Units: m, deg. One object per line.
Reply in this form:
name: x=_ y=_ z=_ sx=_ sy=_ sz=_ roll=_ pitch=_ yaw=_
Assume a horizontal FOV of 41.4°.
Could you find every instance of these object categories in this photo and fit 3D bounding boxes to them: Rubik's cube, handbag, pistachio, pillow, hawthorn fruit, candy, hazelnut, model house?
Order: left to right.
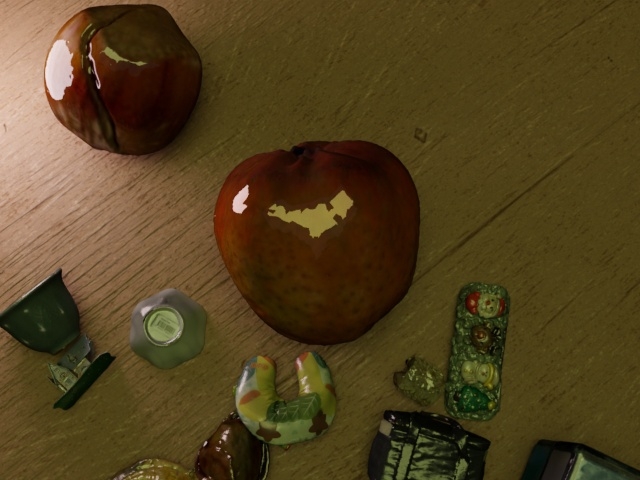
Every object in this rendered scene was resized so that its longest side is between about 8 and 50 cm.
model house: x=-0.560 y=0.291 z=1.919 sx=0.088 sy=0.117 sz=0.167 roll=40 pitch=83 yaw=11
hazelnut: x=-0.454 y=-0.375 z=1.976 sx=0.373 sy=0.315 sz=0.372 roll=2 pitch=107 yaw=7
pistachio: x=-0.194 y=0.480 z=1.873 sx=0.165 sy=0.130 sz=0.210 roll=8 pitch=60 yaw=-4
pillow: x=-0.077 y=0.354 z=1.905 sx=0.234 sy=0.086 sz=0.214 roll=-2 pitch=60 yaw=-16
hawthorn fruit: x=0.000 y=0.000 z=1.843 sx=0.472 sy=0.472 sz=0.471 roll=0 pitch=78 yaw=-1
candy: x=0.226 y=0.319 z=1.942 sx=0.110 sy=0.085 sz=0.095 roll=39 pitch=88 yaw=-4
handbag: x=0.238 y=0.469 z=1.856 sx=0.255 sy=0.181 sz=0.181 roll=17 pitch=85 yaw=2
Rubik's cube: x=0.569 y=0.619 z=1.755 sx=0.316 sy=0.318 sz=0.313 roll=25 pitch=80 yaw=6

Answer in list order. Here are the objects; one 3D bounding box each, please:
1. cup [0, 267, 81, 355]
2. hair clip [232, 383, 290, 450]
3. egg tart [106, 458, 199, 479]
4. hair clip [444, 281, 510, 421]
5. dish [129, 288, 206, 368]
cup: x=-0.623 y=0.180 z=1.922 sx=0.199 sy=0.199 sz=0.150 roll=-39 pitch=99 yaw=-8
hair clip: x=-0.128 y=0.396 z=1.939 sx=0.188 sy=0.033 sz=0.060 roll=42 pitch=80 yaw=8
egg tart: x=-0.373 y=0.637 z=1.826 sx=0.352 sy=0.153 sz=0.339 roll=34 pitch=76 yaw=6
hair clip: x=0.366 y=0.251 z=1.946 sx=0.139 sy=0.091 sz=0.321 roll=8 pitch=78 yaw=-2
dish: x=-0.358 y=0.201 z=1.963 sx=0.191 sy=0.066 sz=0.190 roll=0 pitch=78 yaw=0
